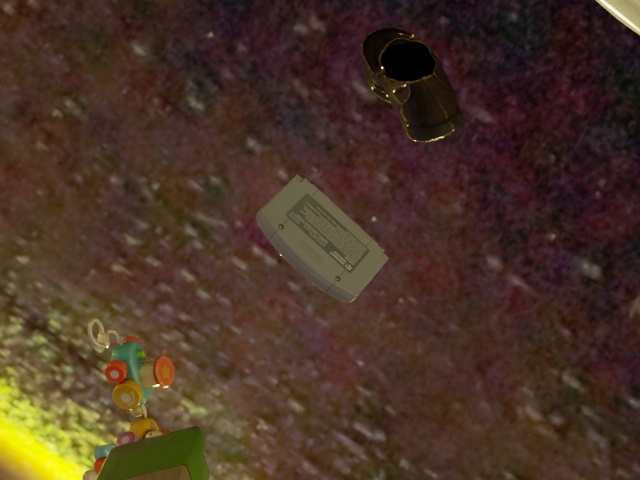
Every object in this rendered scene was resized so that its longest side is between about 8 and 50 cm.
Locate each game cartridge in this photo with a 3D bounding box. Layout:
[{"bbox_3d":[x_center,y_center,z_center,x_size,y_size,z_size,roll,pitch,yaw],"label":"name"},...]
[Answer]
[{"bbox_3d":[0.000,0.000,0.653,0.083,0.056,0.017,43,135,1],"label":"game cartridge"}]

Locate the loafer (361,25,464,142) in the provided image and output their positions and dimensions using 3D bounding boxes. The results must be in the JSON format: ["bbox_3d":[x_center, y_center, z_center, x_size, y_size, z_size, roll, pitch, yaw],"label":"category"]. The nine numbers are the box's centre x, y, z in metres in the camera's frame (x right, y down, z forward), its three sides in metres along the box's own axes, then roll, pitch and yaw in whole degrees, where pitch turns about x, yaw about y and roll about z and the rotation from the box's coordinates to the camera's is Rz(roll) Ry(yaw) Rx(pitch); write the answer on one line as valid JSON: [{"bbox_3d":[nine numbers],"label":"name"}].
[{"bbox_3d":[0.095,-0.187,1.077,0.220,0.080,0.078,-118,7,-54],"label":"loafer"}]

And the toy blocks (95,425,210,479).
[{"bbox_3d":[-0.072,0.264,0.348,0.381,0.191,0.260,-91,-15,-78],"label":"toy blocks"}]

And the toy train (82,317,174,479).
[{"bbox_3d":[-0.154,0.148,0.841,0.046,0.166,0.125,-10,158,9],"label":"toy train"}]

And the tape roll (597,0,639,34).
[{"bbox_3d":[0.234,-0.209,0.485,0.246,0.169,0.246,37,170,8],"label":"tape roll"}]
